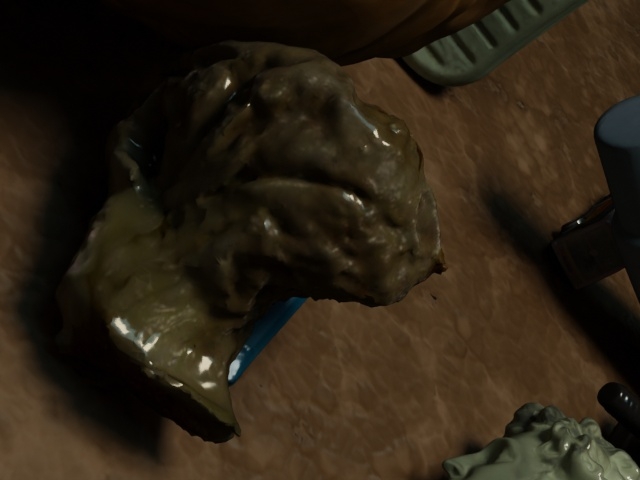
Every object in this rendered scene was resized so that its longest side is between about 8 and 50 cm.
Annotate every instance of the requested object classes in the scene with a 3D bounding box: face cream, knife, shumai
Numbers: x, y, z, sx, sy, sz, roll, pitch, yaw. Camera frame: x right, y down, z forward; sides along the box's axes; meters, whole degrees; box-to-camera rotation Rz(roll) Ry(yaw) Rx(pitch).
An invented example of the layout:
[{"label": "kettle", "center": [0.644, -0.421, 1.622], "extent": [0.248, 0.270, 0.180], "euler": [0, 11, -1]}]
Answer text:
[{"label": "face cream", "center": [0.312, 0.051, 0.872], "extent": [0.385, 0.086, 0.136], "euler": [61, 37, -33]}, {"label": "knife", "center": [-0.001, 0.001, 0.693], "extent": [0.044, 0.026, 0.296], "euler": [49, 42, -5]}, {"label": "shumai", "center": [-0.051, 0.002, 0.532], "extent": [0.175, 0.205, 0.166], "euler": [-48, 120, -29]}]

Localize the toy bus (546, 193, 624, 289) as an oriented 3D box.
[{"label": "toy bus", "center": [0.272, -0.012, 0.951], "extent": [0.172, 0.072, 0.057], "euler": [-30, 92, -51]}]

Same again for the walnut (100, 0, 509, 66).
[{"label": "walnut", "center": [-0.035, -0.264, 0.586], "extent": [0.397, 0.308, 0.354], "euler": [34, 33, 31]}]

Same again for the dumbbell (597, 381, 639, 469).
[{"label": "dumbbell", "center": [0.322, 0.206, 0.793], "extent": [0.325, 0.143, 0.143], "euler": [39, 42, -21]}]

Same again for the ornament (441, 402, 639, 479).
[{"label": "ornament", "center": [0.098, 0.191, 0.589], "extent": [0.285, 0.120, 0.130], "euler": [-21, 82, -49]}]

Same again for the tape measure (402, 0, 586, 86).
[{"label": "tape measure", "center": [0.140, -0.265, 0.848], "extent": [0.246, 0.243, 0.125], "euler": [52, 38, -7]}]
